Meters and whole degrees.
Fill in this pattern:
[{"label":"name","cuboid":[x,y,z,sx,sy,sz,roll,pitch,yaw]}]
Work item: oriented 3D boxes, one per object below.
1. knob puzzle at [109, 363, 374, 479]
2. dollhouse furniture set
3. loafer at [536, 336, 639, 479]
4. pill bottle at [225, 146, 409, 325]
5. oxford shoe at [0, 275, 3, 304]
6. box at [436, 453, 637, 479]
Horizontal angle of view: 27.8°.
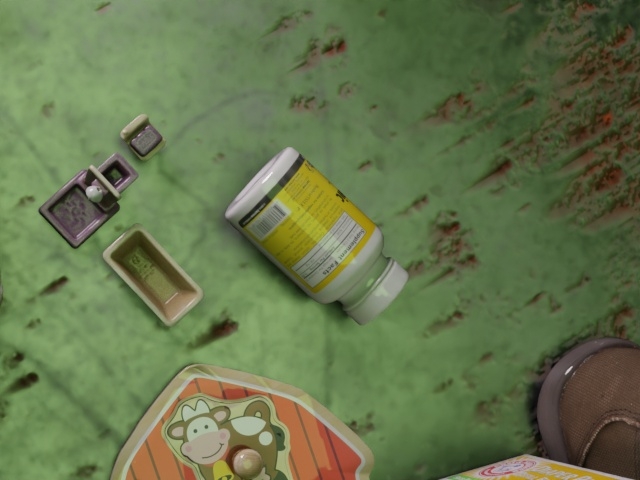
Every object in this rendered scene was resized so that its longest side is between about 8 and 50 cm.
[{"label":"knob puzzle","cuboid":[-0.051,0.172,0.832,0.213,0.030,0.213,1,86,-14]},{"label":"dollhouse furniture set","cuboid":[-0.102,-0.011,0.804,0.091,0.081,0.114,-44,97,-13]},{"label":"loafer","cuboid":[0.264,0.238,0.857,0.134,0.130,0.366,-31,94,-14]},{"label":"pill bottle","cuboid":[0.000,0.000,0.839,0.116,0.065,0.065,44,77,-9]},{"label":"oxford shoe","cuboid":[-0.241,0.064,0.725,0.130,0.169,0.449,-7,83,-16]},{"label":"box","cuboid":[0.130,0.202,0.788,0.114,0.203,0.103,-13,90,-17]}]
